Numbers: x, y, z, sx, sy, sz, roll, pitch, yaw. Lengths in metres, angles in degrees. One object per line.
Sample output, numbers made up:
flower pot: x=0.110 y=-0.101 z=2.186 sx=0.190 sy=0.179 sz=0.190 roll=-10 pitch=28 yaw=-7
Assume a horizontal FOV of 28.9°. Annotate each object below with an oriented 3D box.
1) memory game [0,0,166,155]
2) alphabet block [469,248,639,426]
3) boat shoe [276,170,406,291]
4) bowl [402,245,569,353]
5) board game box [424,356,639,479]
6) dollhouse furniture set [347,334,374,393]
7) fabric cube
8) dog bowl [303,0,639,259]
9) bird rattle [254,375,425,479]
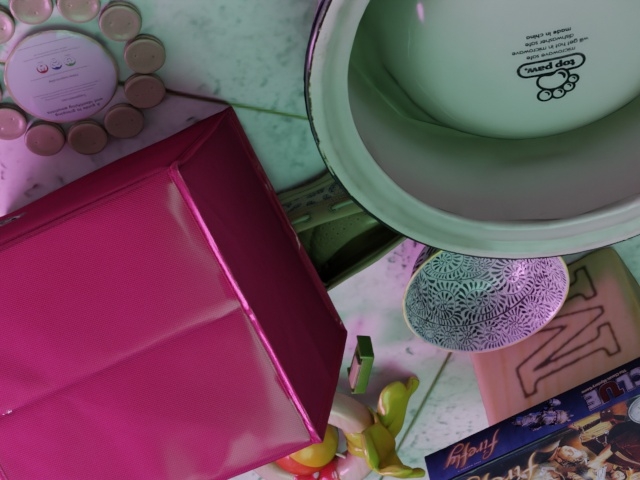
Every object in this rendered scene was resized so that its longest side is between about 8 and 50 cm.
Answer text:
memory game: x=-0.226 y=-0.147 z=1.091 sx=0.186 sy=0.012 sz=0.186 roll=-5 pitch=133 yaw=-6
alphabet block: x=0.290 y=0.163 z=1.337 sx=0.193 sy=0.197 sz=0.192 roll=-28 pitch=131 yaw=16
boat shoe: x=0.000 y=0.000 z=1.210 sx=0.285 sy=0.089 sz=0.105 roll=-38 pitch=127 yaw=24
bowl: x=0.161 y=0.030 z=1.272 sx=0.170 sy=0.080 sz=0.170 roll=-5 pitch=133 yaw=-6
board game box: x=0.248 y=0.216 z=1.214 sx=0.243 sy=0.042 sz=0.165 roll=-28 pitch=130 yaw=17
dollhouse furniture set: x=-0.022 y=0.127 z=1.334 sx=0.152 sy=0.076 sz=0.058 roll=3 pitch=131 yaw=-13
fabric cube: x=-0.154 y=0.066 z=1.080 sx=0.258 sy=0.254 sz=0.259 roll=-24 pitch=102 yaw=13
dog bowl: x=0.183 y=-0.177 z=1.012 sx=0.408 sy=0.150 sz=0.408 roll=-4 pitch=135 yaw=-4
bird rattle: x=0.005 y=0.240 z=1.444 sx=0.207 sy=0.143 sz=0.253 roll=28 pitch=137 yaw=-16
